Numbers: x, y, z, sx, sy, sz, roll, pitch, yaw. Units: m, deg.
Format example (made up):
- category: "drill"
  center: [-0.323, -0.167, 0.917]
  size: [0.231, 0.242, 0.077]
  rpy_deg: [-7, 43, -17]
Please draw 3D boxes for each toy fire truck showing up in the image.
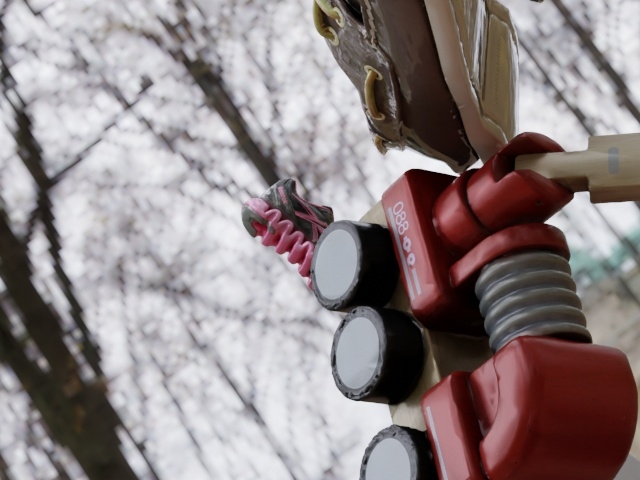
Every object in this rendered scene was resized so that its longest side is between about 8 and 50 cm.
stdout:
- category: "toy fire truck"
  center: [0.138, 0.034, 1.052]
  size: [0.158, 0.217, 0.246]
  rpy_deg: [10, -37, -33]

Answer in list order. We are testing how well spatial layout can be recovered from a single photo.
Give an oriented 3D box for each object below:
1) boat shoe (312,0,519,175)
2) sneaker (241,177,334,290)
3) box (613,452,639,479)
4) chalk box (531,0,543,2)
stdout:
- category: "boat shoe"
  center: [0.046, -0.125, 1.029]
  size: [0.097, 0.116, 0.324]
  rpy_deg: [0, -18, 14]
- category: "sneaker"
  center: [0.000, 0.000, 1.371]
  size: [0.057, 0.119, 0.047]
  rpy_deg: [-46, -1, -32]
- category: "box"
  center: [0.298, 0.280, 1.905]
  size: [0.101, 0.087, 0.102]
  rpy_deg: [-52, -4, -21]
- category: "chalk box"
  center: [0.125, -0.269, 1.333]
  size: [0.213, 0.132, 0.132]
  rpy_deg: [-76, 9, -73]
